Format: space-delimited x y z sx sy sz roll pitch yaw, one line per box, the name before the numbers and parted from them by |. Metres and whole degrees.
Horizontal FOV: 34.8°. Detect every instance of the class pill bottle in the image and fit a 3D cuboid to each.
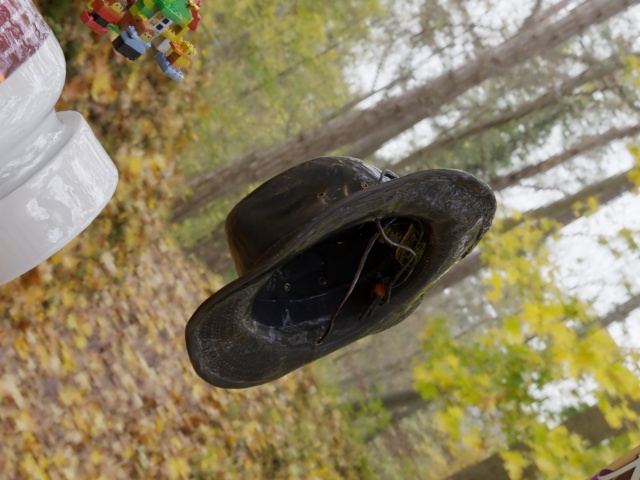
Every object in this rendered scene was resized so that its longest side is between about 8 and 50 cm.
pill bottle | -0.187 -0.090 0.435 0.221 0.121 0.121 59 1 -27

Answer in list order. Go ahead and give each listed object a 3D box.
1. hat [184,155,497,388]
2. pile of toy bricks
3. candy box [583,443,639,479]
hat | 0.000 0.000 0.995 0.134 0.331 0.331 59 1 25
pile of toy bricks | -0.191 -0.271 1.173 0.212 0.105 0.118 28 25 -57
candy box | 0.314 0.247 0.864 0.053 0.109 0.187 59 -2 -29
